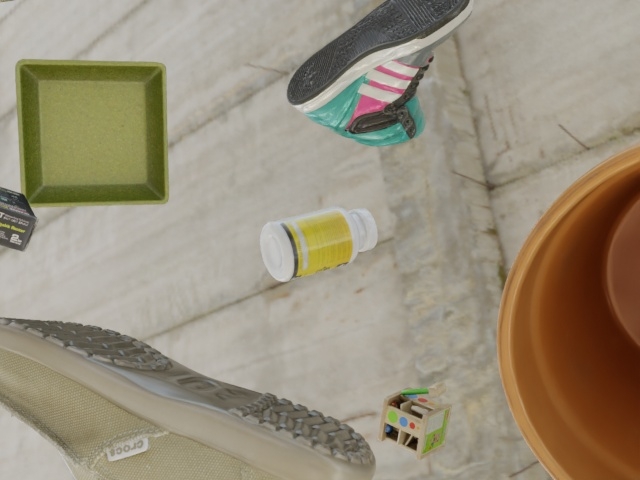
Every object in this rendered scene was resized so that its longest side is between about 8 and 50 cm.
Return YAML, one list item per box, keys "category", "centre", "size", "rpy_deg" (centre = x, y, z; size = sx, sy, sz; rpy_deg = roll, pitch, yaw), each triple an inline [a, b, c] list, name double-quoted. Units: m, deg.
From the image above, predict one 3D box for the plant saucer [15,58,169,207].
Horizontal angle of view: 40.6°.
- category: "plant saucer"
  centre: [-0.298, -0.141, 1.139]
  size: [0.045, 0.188, 0.188]
  rpy_deg: [-154, -117, -71]

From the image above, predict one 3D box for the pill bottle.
- category: "pill bottle"
  centre: [0.000, 0.000, 1.449]
  size: [0.103, 0.184, 0.103]
  rpy_deg: [36, -47, 51]

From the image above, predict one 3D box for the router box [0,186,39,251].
- category: "router box"
  centre: [-0.345, -0.035, 0.841]
  size: [0.092, 0.122, 0.038]
  rpy_deg: [34, -78, 58]

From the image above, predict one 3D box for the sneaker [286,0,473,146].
- category: "sneaker"
  centre: [0.118, -0.233, 1.243]
  size: [0.296, 0.178, 0.123]
  rpy_deg: [-27, -132, 27]

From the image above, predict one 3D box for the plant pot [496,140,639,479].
- category: "plant pot"
  centre: [0.287, 0.049, 0.612]
  size: [0.291, 0.203, 0.290]
  rpy_deg: [6, -74, 20]

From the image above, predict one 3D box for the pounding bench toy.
- category: "pounding bench toy"
  centre: [0.104, 0.186, 0.958]
  size: [0.065, 0.052, 0.083]
  rpy_deg: [19, -72, 37]

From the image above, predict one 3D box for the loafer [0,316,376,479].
- category: "loafer"
  centre: [-0.105, 0.111, 0.483]
  size: [0.269, 0.102, 0.092]
  rpy_deg: [17, -91, 23]

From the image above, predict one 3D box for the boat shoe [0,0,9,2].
- category: "boat shoe"
  centre: [-0.117, -0.232, 0.537]
  size: [0.285, 0.089, 0.104]
  rpy_deg: [-23, -81, 14]
